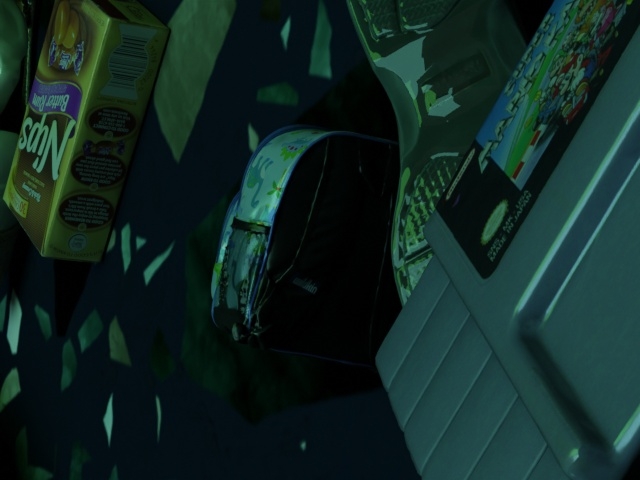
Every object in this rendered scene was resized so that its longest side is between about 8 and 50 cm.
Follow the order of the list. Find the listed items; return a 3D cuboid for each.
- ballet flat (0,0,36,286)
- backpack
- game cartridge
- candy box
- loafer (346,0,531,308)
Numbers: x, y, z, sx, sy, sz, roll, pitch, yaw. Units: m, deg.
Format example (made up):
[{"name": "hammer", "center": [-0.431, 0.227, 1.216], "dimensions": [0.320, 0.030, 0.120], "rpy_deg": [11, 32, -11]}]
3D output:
[{"name": "ballet flat", "center": [-0.283, -0.098, 1.310], "dimensions": [0.106, 0.107, 0.316], "rpy_deg": [-22, 66, 48]}, {"name": "backpack", "center": [0.000, 0.000, 0.804], "dimensions": [0.084, 0.105, 0.114], "rpy_deg": [17, 93, 58]}, {"name": "game cartridge", "center": [0.131, -0.061, 0.517], "dimensions": [0.355, 0.068, 0.230], "rpy_deg": [-61, 19, 12]}, {"name": "candy box", "center": [-0.177, -0.090, 1.174], "dimensions": [0.109, 0.053, 0.187], "rpy_deg": [43, 121, 53]}, {"name": "loafer", "center": [0.080, -0.037, 0.725], "dimensions": [0.096, 0.084, 0.267], "rpy_deg": [-21, 65, 22]}]
